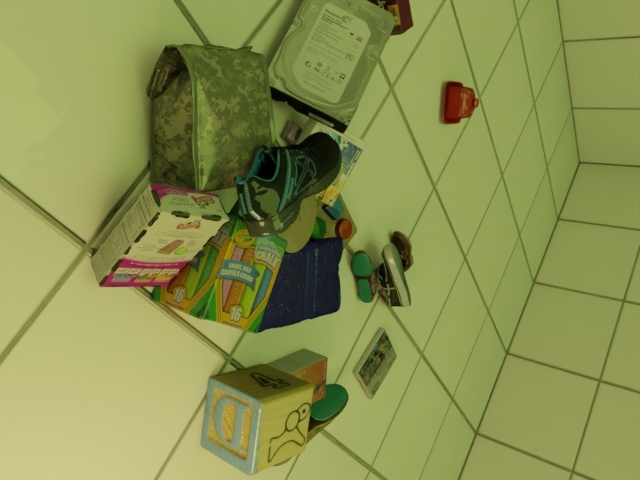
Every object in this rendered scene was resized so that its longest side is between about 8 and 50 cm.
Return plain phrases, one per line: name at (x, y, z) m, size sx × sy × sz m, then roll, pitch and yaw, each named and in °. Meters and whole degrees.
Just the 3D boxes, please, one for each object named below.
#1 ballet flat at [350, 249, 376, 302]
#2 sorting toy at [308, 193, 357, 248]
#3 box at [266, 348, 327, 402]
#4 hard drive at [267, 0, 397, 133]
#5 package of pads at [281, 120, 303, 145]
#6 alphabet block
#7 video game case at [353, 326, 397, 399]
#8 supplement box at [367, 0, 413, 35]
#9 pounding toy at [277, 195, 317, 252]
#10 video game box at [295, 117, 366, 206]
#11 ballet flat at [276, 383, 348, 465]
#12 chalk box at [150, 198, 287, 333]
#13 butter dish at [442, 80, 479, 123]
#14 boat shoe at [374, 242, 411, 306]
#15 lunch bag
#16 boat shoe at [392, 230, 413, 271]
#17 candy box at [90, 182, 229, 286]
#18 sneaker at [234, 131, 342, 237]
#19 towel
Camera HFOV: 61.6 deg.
ballet flat at (0.146, 0.104, 1.757) m, size 0.079 × 0.077 × 0.221 m, roll -62°, pitch 148°, yaw -48°
sorting toy at (0.000, 0.000, 1.558) m, size 0.307 × 0.041 × 0.229 m, roll -52°, pitch 135°, yaw -30°
box at (-0.068, 0.403, 1.538) m, size 0.170 × 0.091 × 0.130 m, roll -11°, pitch 108°, yaw -50°
hard drive at (0.024, -0.464, 1.331) m, size 0.339 × 0.237 × 0.064 m, roll -65°, pitch -175°, yaw -16°
package of pads at (-0.065, -0.273, 1.412) m, size 0.083 × 0.032 × 0.050 m, roll 35°, pitch 76°, yaw -50°
alphabet block at (-0.158, 0.440, 1.353) m, size 0.197 × 0.193 × 0.192 m, roll 2°, pitch 99°, yaw -52°
video game case at (0.201, 0.446, 1.947) m, size 0.201 × 0.023 × 0.183 m, roll -52°, pitch 135°, yaw -28°
supplement box at (0.144, -0.610, 1.453) m, size 0.081 × 0.188 × 0.104 m, roll -50°, pitch 135°, yaw -42°
pounding toy at (-0.097, -0.094, 1.329) m, size 0.183 × 0.110 × 0.237 m, roll -6°, pitch 105°, yaw -61°
video game box at (0.007, -0.215, 1.439) m, size 0.187 × 0.048 × 0.205 m, roll 22°, pitch 99°, yaw -40°
ballet flat at (-0.050, 0.546, 1.598) m, size 0.348 × 0.123 × 0.123 m, roll -26°, pitch 119°, yaw -46°
chalk box at (-0.210, 0.034, 1.193) m, size 0.179 × 0.180 × 0.289 m, roll 29°, pitch 75°, yaw -51°
butter dish at (0.545, -0.524, 2.045) m, size 0.160 × 0.118 × 0.160 m, roll -15°, pitch 110°, yaw -49°
boat shoe at (0.234, 0.127, 1.837) m, size 0.306 × 0.105 × 0.113 m, roll 64°, pitch 21°, yaw -50°
lunch bag at (-0.221, -0.257, 1.108) m, size 0.235 × 0.169 × 0.287 m, roll -18°, pitch 118°, yaw -50°
boat shoe at (0.289, 0.044, 1.916) m, size 0.060 × 0.064 × 0.178 m, roll -51°, pitch 137°, yaw -33°
candy box at (-0.310, -0.002, 1.032) m, size 0.233 × 0.071 × 0.159 m, roll -42°, pitch 153°, yaw 27°
sneaker at (-0.058, -0.154, 1.133) m, size 0.341 × 0.125 × 0.140 m, roll -57°, pitch 137°, yaw -43°
towel at (-0.068, 0.112, 1.454) m, size 0.308 × 0.076 × 0.228 m, roll -8°, pitch 105°, yaw -43°
